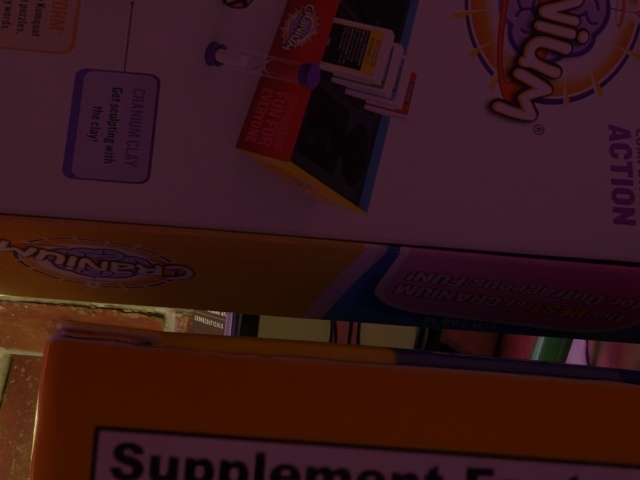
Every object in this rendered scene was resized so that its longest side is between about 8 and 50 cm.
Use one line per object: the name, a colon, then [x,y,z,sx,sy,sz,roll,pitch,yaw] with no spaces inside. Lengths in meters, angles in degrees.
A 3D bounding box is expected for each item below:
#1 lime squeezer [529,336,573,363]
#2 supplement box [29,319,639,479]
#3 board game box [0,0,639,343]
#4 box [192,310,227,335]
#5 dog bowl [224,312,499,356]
lime squeezer: [0.080,0.135,0.612,0.110,0.059,0.310,-52,-17,-31]
supplement box: [0.009,0.211,0.388,0.195,0.194,0.356,127,148,-82]
board game box: [-0.030,-0.097,0.440,0.064,0.317,0.242,103,172,-67]
box: [-0.065,0.241,1.463,0.191,0.143,0.381,-175,91,-65]
dog bowl: [0.022,-0.040,0.838,0.408,0.150,0.407,-174,90,-85]
